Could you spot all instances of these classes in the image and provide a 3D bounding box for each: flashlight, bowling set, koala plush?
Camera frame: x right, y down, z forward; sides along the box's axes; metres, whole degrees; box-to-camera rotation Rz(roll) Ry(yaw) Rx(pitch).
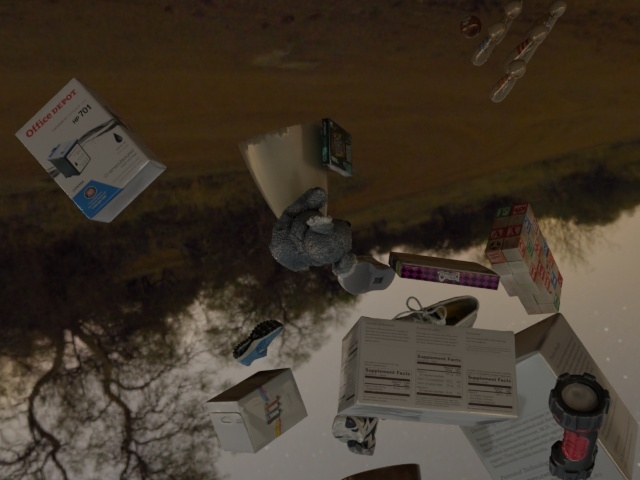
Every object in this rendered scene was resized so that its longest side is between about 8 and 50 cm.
[{"bbox_3d":[0.490,0.377,1.169,0.103,0.304,0.103,19,-128,30],"label":"flashlight"},{"bbox_3d":[0.434,-0.492,1.433,0.287,0.200,0.154,-58,179,-27],"label":"bowling set"},{"bbox_3d":[0.000,0.000,1.458,0.203,0.196,0.221,-35,-156,-19],"label":"koala plush"}]

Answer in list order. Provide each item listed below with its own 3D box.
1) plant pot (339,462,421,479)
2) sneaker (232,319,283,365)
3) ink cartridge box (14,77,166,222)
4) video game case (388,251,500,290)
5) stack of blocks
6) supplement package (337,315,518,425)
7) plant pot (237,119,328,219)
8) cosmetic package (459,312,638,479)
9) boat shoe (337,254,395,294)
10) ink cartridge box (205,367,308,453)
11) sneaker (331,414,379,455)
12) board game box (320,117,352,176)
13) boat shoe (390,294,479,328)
[{"bbox_3d":[0.174,0.705,1.512,0.216,0.230,0.215,-9,151,-5],"label":"plant pot"},{"bbox_3d":[-0.168,0.289,1.691,0.162,0.073,0.063,-39,-144,-7],"label":"sneaker"},{"bbox_3d":[-0.374,-0.145,0.986,0.140,0.190,0.082,-43,176,2],"label":"ink cartridge box"},{"bbox_3d":[0.294,0.071,1.474,0.232,0.041,0.210,7,-173,-2],"label":"video game case"},{"bbox_3d":[0.550,0.069,1.605,0.087,0.297,0.171,-10,-141,38],"label":"stack of blocks"},{"bbox_3d":[0.175,0.234,1.047,0.262,0.145,0.204,7,159,-5],"label":"supplement package"},{"bbox_3d":[-0.081,-0.180,1.744,0.257,0.273,0.256,-15,-175,1],"label":"plant pot"},{"bbox_3d":[0.616,0.477,1.681,0.327,0.393,0.329,-37,171,32],"label":"cosmetic package"},{"bbox_3d":[0.108,0.080,1.608,0.088,0.096,0.268,31,-163,30],"label":"boat shoe"},{"bbox_3d":[-0.147,0.390,1.390,0.128,0.127,0.176,-17,-177,45],"label":"ink cartridge box"},{"bbox_3d":[0.103,0.476,1.640,0.094,0.153,0.235,-6,141,27],"label":"sneaker"},{"bbox_3d":[0.047,-0.254,1.669,0.026,0.126,0.186,-4,174,21],"label":"board game box"},{"bbox_3d":[0.283,0.220,1.595,0.367,0.135,0.156,-12,139,-27],"label":"boat shoe"}]
